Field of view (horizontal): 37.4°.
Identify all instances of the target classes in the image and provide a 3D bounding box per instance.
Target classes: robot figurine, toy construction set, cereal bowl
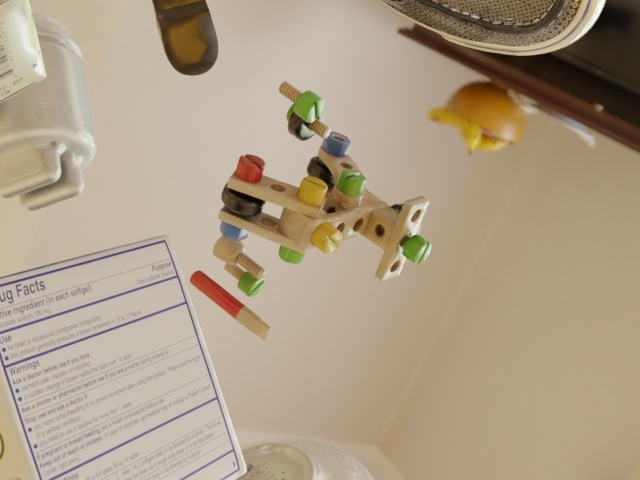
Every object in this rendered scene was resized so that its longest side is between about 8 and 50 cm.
[{"bbox_3d":[-0.489,-0.233,1.586,0.300,0.199,0.354,48,-154,-69],"label":"robot figurine"},{"bbox_3d":[0.000,0.000,1.260,0.237,0.309,0.257,37,-173,21],"label":"toy construction set"},{"bbox_3d":[-0.072,0.404,1.388,0.338,0.141,0.339,-9,-151,5],"label":"cereal bowl"}]

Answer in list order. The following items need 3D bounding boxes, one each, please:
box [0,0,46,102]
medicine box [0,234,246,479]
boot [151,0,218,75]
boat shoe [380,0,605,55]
[{"bbox_3d":[-0.489,-0.294,1.236,0.232,0.149,0.127,36,-123,25],"label":"box"},{"bbox_3d":[-0.250,0.166,0.983,0.263,0.149,0.289,-18,-91,-53],"label":"medicine box"},{"bbox_3d":[-0.218,-0.403,1.386,0.112,0.305,0.115,-10,-155,-14],"label":"boot"},{"bbox_3d":[0.032,-0.230,0.680,0.340,0.127,0.158,32,-152,20],"label":"boat shoe"}]
